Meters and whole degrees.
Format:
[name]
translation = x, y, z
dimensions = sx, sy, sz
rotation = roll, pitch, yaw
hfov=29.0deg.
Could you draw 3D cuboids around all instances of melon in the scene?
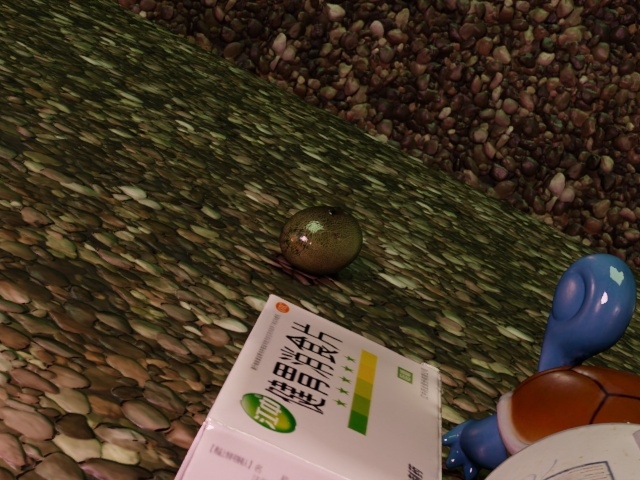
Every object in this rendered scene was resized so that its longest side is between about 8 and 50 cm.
[melon]
translation = 0.000, 0.000, 1.722
dimensions = 0.099, 0.099, 0.162
rotation = 31, 17, 21

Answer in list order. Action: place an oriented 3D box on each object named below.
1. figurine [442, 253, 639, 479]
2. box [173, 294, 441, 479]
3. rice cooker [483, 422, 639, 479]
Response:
[figurine]
translation = 0.282, 0.215, 1.202
dimensions = 0.298, 0.243, 0.416
rotation = 21, 32, -23
[box]
translation = -0.011, 0.177, 0.952
dimensions = 0.173, 0.145, 0.333
rotation = 23, 14, 0
[rice cooker]
translation = 0.198, 0.260, 0.766
dimensions = 0.316, 0.264, 0.316
rotation = 25, 10, -5
